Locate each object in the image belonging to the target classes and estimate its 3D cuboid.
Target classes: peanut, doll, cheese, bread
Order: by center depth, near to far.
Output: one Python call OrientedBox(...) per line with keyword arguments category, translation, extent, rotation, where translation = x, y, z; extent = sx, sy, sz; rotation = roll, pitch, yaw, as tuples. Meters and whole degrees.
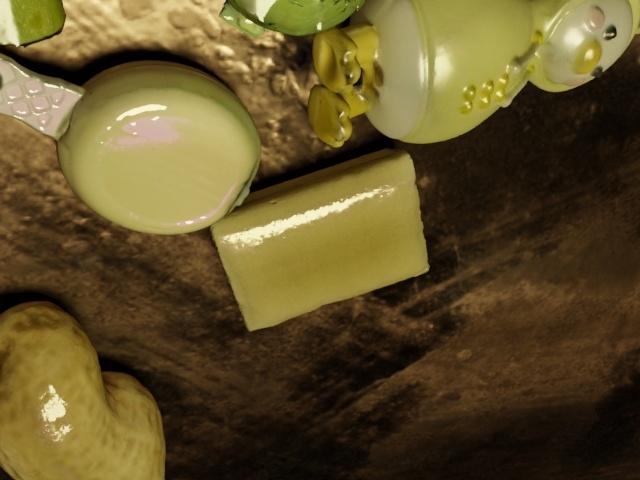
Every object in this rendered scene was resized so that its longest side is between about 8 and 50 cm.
OrientedBox(category="cheese", translation=(-0.152, -0.080, 0.684), extent=(0.227, 0.064, 0.137), rotation=(20, 115, -35))
OrientedBox(category="doll", translation=(0.132, -0.146, 0.704), extent=(0.296, 0.117, 0.141), rotation=(-11, 134, -13))
OrientedBox(category="bread", translation=(0.000, -0.001, 0.813), extent=(0.178, 0.060, 0.139), rotation=(-18, 132, -6))
OrientedBox(category="peanut", translation=(-0.218, 0.162, 0.827), extent=(0.122, 0.137, 0.253), rotation=(8, 143, 32))

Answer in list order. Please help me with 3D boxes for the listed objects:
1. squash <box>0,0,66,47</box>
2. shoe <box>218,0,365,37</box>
OrientedBox(category="squash", translation=(-0.205, -0.213, 0.538), extent=(0.095, 0.095, 0.188), rotation=(-9, 126, -15))
OrientedBox(category="shoe", translation=(-0.012, -0.253, 0.554), extent=(0.140, 0.128, 0.262), rotation=(10, 96, -39))
